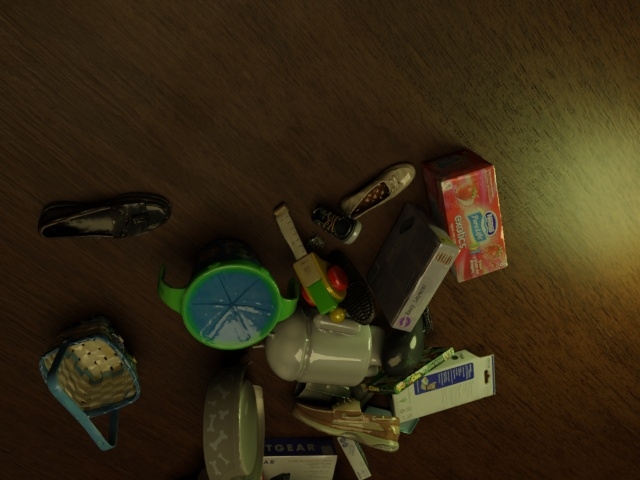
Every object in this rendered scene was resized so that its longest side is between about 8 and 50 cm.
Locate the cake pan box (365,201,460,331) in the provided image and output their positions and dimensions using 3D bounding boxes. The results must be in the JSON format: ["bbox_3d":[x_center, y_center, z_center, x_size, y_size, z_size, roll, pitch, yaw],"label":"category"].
[{"bbox_3d":[0.224,0.067,1.582,0.070,0.245,0.266,20,109,-20],"label":"cake pan box"}]

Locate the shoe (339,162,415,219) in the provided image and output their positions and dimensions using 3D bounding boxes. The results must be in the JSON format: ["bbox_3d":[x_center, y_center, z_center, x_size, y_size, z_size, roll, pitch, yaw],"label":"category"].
[{"bbox_3d":[0.153,-0.122,1.579,0.219,0.058,0.076,-32,118,5],"label":"shoe"}]

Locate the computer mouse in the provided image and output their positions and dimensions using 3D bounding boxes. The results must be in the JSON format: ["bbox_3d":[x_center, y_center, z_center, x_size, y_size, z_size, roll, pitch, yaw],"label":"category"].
[{"bbox_3d":[0.253,0.261,1.685,0.072,0.272,0.188,4,129,34],"label":"computer mouse"}]

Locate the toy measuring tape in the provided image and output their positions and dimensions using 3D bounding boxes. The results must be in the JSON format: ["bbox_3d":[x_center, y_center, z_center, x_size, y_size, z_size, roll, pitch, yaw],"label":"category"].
[{"bbox_3d":[-0.016,0.058,1.565,0.121,0.121,0.330,-27,76,2],"label":"toy measuring tape"}]

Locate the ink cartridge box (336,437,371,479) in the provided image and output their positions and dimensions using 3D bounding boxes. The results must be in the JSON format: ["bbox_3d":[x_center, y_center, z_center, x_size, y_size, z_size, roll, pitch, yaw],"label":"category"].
[{"bbox_3d":[0.095,0.643,1.921,0.046,0.097,0.207,-24,118,0],"label":"ink cartridge box"}]

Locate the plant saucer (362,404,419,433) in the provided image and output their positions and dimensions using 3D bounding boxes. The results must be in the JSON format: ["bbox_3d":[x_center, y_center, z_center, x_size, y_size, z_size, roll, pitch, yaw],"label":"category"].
[{"bbox_3d":[0.217,0.566,1.955,0.192,0.018,0.067,19,110,-21],"label":"plant saucer"}]

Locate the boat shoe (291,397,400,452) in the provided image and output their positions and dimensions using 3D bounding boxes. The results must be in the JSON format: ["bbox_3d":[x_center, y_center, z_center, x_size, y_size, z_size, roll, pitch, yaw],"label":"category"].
[{"bbox_3d":[0.078,0.517,1.790,0.324,0.123,0.116,17,75,-1],"label":"boat shoe"}]

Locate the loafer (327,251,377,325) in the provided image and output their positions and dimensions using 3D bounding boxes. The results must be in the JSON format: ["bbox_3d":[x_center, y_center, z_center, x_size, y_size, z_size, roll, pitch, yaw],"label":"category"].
[{"bbox_3d":[0.095,0.126,1.612,0.080,0.220,0.078,-34,147,15],"label":"loafer"}]

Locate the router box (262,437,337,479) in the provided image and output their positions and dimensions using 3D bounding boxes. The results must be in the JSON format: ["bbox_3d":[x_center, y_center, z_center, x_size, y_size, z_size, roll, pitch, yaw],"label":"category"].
[{"bbox_3d":[-0.139,0.762,1.938,0.336,0.082,0.301,3,115,-13],"label":"router box"}]

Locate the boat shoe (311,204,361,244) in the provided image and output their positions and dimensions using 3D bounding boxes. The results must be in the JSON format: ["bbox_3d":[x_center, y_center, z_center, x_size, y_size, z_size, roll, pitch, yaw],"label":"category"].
[{"bbox_3d":[0.033,-0.041,1.526,0.083,0.183,0.065,26,90,-19],"label":"boat shoe"}]

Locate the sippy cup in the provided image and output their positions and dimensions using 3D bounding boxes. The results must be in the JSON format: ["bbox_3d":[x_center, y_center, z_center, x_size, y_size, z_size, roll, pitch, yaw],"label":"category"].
[{"bbox_3d":[-0.225,0.111,1.519,0.240,0.224,0.305,-42,117,9],"label":"sippy cup"}]

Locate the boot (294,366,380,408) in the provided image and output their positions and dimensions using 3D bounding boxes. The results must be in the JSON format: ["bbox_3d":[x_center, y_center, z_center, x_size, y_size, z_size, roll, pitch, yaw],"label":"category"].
[{"bbox_3d":[0.052,0.421,1.826,0.209,0.076,0.189,27,106,-15],"label":"boot"}]

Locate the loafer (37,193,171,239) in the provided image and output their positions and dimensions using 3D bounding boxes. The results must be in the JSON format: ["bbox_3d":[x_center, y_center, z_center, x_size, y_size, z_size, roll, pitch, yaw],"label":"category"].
[{"bbox_3d":[-0.507,-0.041,1.455,0.303,0.095,0.109,-5,117,-10],"label":"loafer"}]

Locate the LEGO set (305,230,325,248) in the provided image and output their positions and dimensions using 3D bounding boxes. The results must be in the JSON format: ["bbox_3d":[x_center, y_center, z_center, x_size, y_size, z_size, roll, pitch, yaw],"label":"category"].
[{"bbox_3d":[0.000,-0.002,1.624,0.083,0.023,0.054,-42,117,10],"label":"LEGO set"}]

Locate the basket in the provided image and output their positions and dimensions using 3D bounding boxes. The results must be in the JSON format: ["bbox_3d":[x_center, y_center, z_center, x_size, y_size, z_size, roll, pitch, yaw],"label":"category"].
[{"bbox_3d":[-0.569,0.338,1.518,0.201,0.289,0.254,-20,121,4],"label":"basket"}]

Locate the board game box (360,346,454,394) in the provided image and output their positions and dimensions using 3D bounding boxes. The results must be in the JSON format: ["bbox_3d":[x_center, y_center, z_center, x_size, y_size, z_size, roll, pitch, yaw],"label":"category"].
[{"bbox_3d":[0.247,0.361,1.730,0.260,0.136,0.030,-22,94,-40],"label":"board game box"}]

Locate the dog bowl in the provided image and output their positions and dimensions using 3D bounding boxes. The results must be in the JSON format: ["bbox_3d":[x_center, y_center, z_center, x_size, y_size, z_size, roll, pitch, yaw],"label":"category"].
[{"bbox_3d":[-0.229,0.501,1.656,0.102,0.348,0.348,-4,117,4],"label":"dog bowl"}]

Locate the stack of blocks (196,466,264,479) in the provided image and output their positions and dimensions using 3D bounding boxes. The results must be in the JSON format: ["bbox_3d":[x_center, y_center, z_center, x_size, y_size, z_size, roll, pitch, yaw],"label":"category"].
[{"bbox_3d":[-0.306,0.759,1.813,0.297,0.087,0.171,-19,108,17],"label":"stack of blocks"}]

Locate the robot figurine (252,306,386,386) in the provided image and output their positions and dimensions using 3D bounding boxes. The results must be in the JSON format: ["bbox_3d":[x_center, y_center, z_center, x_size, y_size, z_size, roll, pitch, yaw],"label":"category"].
[{"bbox_3d":[0.001,0.287,1.668,0.354,0.199,0.300,9,137,-17],"label":"robot figurine"}]

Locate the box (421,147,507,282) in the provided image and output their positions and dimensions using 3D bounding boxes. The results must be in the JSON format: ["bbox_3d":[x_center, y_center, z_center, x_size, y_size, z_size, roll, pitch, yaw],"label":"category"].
[{"bbox_3d":[0.373,-0.066,1.603,0.142,0.154,0.299,-18,117,-3],"label":"box"}]

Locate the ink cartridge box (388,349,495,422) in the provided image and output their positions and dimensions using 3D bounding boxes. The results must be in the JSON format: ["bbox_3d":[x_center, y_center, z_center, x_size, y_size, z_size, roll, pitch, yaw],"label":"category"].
[{"bbox_3d":[0.371,0.442,1.895,0.333,0.065,0.165,-13,116,-8],"label":"ink cartridge box"}]
